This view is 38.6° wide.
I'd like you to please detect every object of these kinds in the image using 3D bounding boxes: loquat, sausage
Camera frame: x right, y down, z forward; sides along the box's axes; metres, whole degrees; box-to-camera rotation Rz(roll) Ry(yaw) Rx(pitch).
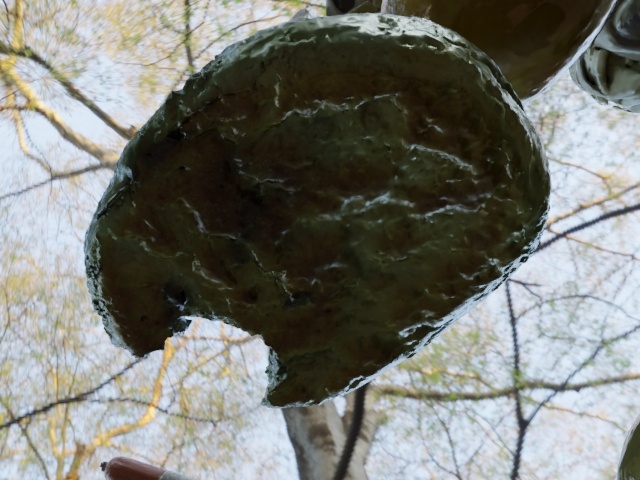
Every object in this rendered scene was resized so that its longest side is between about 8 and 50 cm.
[{"bbox_3d":[0.147,-0.203,0.723,0.179,0.179,0.227,25,-57,-19],"label":"loquat"},{"bbox_3d":[-0.096,0.226,0.791,0.223,0.029,0.029,13,-83,20],"label":"sausage"}]

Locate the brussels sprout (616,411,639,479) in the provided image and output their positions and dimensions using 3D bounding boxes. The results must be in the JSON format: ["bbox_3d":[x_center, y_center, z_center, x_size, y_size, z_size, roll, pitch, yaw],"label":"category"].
[{"bbox_3d":[0.320,0.163,0.502,0.371,0.276,0.314,44,-118,-33],"label":"brussels sprout"}]

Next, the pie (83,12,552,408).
[{"bbox_3d":[0.006,-0.005,0.577,0.303,0.067,0.302,-6,-49,-7],"label":"pie"}]

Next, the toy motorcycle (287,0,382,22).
[{"bbox_3d":[0.024,-0.119,0.981,0.223,0.108,0.340,-8,-80,11],"label":"toy motorcycle"}]

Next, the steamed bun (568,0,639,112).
[{"bbox_3d":[0.450,-0.318,1.218,0.268,0.207,0.280,-19,-88,13],"label":"steamed bun"}]
